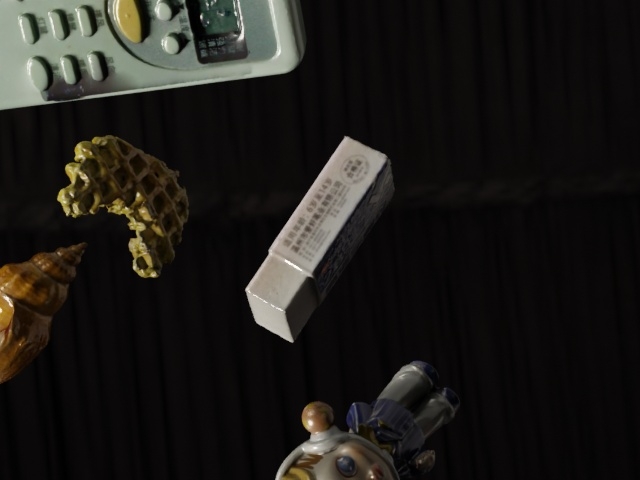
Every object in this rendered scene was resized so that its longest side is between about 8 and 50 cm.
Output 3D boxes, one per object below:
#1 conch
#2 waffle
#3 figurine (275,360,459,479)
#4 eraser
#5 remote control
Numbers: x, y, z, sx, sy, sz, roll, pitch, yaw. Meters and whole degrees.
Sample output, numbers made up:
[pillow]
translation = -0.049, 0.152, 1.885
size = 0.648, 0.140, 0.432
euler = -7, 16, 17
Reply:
[conch]
translation = -0.377, 0.126, 1.899
size = 0.109, 0.330, 0.093
euler = 42, -176, 34
[waffle]
translation = -0.244, -0.046, 2.104
size = 0.051, 0.149, 0.194
euler = -3, 155, 44
[figurine]
translation = 0.046, 0.248, 1.940
size = 0.194, 0.274, 0.133
euler = 34, 148, -21
[eraser]
translation = 0.000, 0.000, 1.844
size = 0.068, 0.210, 0.124
euler = 30, 165, 12
[remote control]
translation = -0.165, -0.178, 1.262
size = 0.296, 0.140, 0.056
euler = -6, -155, 8
